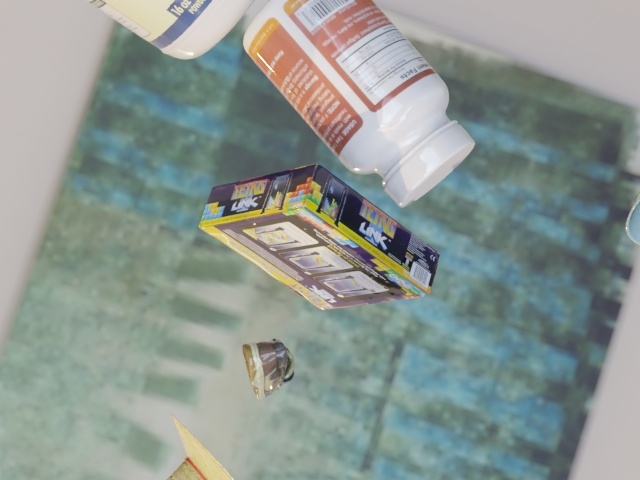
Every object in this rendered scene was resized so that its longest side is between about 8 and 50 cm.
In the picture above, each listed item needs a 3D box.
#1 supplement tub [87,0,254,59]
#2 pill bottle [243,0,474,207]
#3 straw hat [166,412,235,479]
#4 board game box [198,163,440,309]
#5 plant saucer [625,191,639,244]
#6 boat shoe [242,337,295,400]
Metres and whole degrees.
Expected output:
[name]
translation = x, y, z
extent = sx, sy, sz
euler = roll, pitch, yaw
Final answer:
[supplement tub]
translation = -0.197, -0.352, 1.649
extent = 0.325, 0.235, 0.235
euler = 33, 169, -17
[pill bottle]
translation = 0.039, -0.140, 1.564
extent = 0.216, 0.121, 0.121
euler = 50, 177, 8
[straw hat]
translation = -0.095, 0.209, 1.362
extent = 0.144, 0.061, 0.144
euler = 45, 170, 10
[board game box]
translation = 0.000, 0.000, 1.535
extent = 0.141, 0.048, 0.170
euler = -8, 146, 45
[plant saucer]
translation = 0.332, -0.056, 1.365
extent = 0.195, 0.037, 0.195
euler = -14, 155, -7
[boat shoe]
translation = -0.050, 0.134, 1.778
extent = 0.049, 0.056, 0.152
euler = -12, 171, 1
